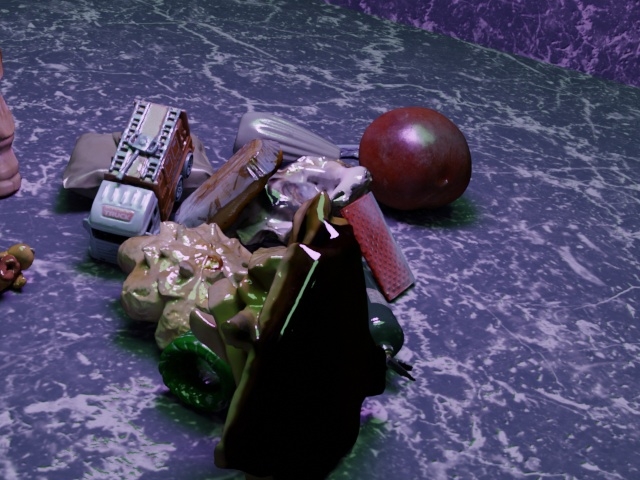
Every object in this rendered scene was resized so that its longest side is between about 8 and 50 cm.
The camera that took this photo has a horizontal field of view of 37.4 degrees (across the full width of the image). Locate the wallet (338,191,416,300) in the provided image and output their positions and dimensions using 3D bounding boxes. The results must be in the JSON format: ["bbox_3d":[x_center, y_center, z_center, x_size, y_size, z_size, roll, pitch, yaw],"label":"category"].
[{"bbox_3d":[0.111,0.011,1.795,0.020,0.196,0.103,-24,6,40],"label":"wallet"}]

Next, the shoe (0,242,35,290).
[{"bbox_3d":[-0.533,0.051,1.615,0.069,0.072,0.109,-21,6,32],"label":"shoe"}]

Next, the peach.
[{"bbox_3d":[0.214,-0.178,2.102,0.252,0.252,0.252,7,28,-4],"label":"peach"}]

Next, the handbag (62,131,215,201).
[{"bbox_3d":[-0.383,-0.154,2.002,0.316,0.109,0.253,-2,29,-14],"label":"handbag"}]

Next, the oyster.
[{"bbox_3d":[-0.030,-0.079,1.870,0.238,0.115,0.351,20,36,38],"label":"oyster"}]

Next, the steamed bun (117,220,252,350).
[{"bbox_3d":[-0.202,0.055,1.595,0.292,0.137,0.295,29,33,11],"label":"steamed bun"}]

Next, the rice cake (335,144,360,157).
[{"bbox_3d":[0.068,-0.221,2.345,0.180,0.030,0.042,-3,25,-22],"label":"rice cake"}]

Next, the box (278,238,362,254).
[{"bbox_3d":[0.000,0.000,1.900,0.100,0.048,0.152,-21,43,-41],"label":"box"}]

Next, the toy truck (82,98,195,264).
[{"bbox_3d":[-0.337,-0.111,1.776,0.136,0.162,0.305,12,57,3],"label":"toy truck"}]

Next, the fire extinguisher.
[{"bbox_3d":[0.079,0.138,1.616,0.118,0.093,0.294,25,21,-29],"label":"fire extinguisher"}]

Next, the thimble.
[{"bbox_3d":[-0.169,0.190,1.418,0.130,0.118,0.090,43,32,8],"label":"thimble"}]

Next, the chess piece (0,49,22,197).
[{"bbox_3d":[-0.665,-0.242,1.875,0.137,0.301,0.137,5,28,-3],"label":"chess piece"}]

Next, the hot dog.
[{"bbox_3d":[-0.177,-0.088,1.806,0.082,0.270,0.162,43,20,-22],"label":"hot dog"}]

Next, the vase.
[{"bbox_3d":[-0.075,-0.217,2.207,0.248,0.128,0.128,15,27,-7],"label":"vase"}]

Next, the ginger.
[{"bbox_3d":[-0.065,0.160,1.330,0.211,0.358,0.413,8,52,28],"label":"ginger"}]
